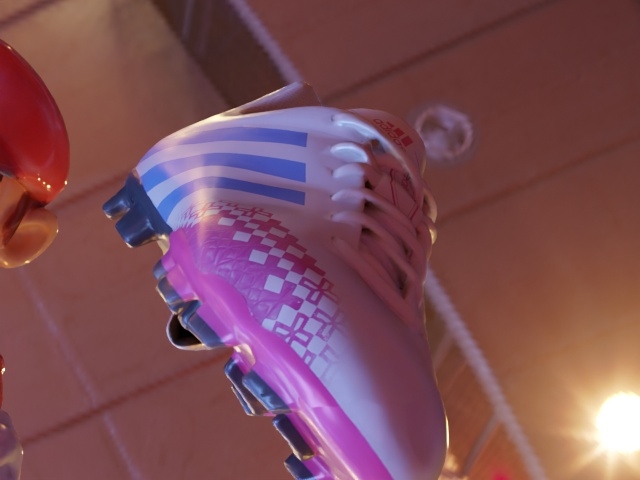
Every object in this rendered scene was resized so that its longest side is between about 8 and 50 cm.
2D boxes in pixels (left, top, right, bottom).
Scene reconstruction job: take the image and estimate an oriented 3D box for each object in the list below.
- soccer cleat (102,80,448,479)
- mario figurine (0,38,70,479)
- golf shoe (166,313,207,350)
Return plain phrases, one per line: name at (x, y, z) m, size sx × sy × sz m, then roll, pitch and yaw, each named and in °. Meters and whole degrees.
soccer cleat at (0.000, 0.000, 0.793) m, size 0.143 × 0.331 × 0.116 m, roll -36°, pitch -64°, yaw -5°
mario figurine at (-0.243, 0.036, 0.930) m, size 0.198 × 0.320 × 0.170 m, roll 19°, pitch -166°, yaw -39°
golf shoe at (-0.020, 0.010, 1.039) m, size 0.069 × 0.176 × 0.086 m, roll 47°, pitch -155°, yaw 5°
